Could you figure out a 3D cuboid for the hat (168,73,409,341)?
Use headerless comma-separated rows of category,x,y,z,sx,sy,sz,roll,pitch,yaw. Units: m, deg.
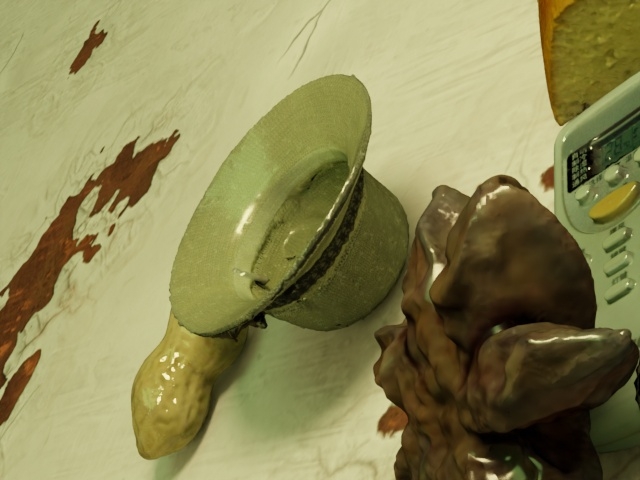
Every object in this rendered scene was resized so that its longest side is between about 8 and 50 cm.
hat,0.000,0.000,1.497,0.257,0.130,0.257,-42,27,27

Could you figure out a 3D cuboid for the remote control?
remote control,0.213,0.005,1.203,0.140,0.056,0.296,-38,31,37

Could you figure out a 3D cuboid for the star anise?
star anise,0.111,0.111,1.092,0.315,0.108,0.315,-179,90,-74

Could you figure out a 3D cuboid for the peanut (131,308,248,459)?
peanut,-0.120,0.114,1.634,0.082,0.082,0.187,2,61,61

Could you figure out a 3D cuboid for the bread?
bread,0.234,-0.196,1.326,0.260,0.134,0.129,-27,37,45

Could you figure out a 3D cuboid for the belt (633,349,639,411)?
belt,0.245,-0.043,1.029,0.094,0.126,0.360,148,133,-77
